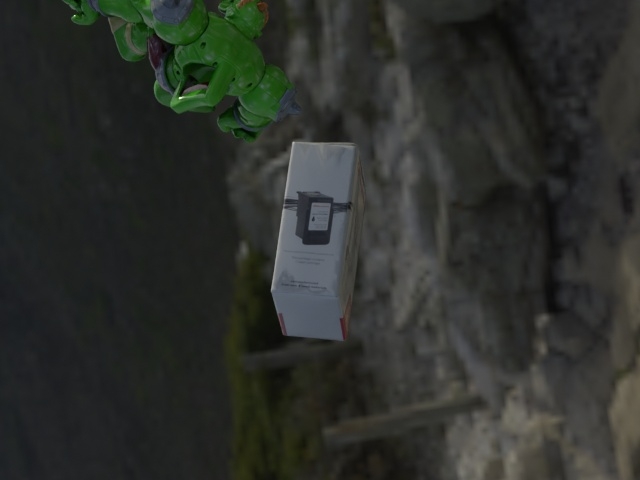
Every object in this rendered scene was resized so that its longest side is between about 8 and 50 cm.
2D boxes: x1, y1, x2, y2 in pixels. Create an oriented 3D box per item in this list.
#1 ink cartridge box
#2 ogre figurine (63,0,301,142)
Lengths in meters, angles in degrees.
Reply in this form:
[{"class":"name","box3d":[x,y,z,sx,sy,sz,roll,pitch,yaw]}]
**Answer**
[{"class":"ink cartridge box","box3d":[0.000,0.000,1.692,0.109,0.063,0.150,78,-162,-65]},{"class":"ogre figurine","box3d":[-0.089,-0.133,1.369,0.118,0.097,0.197,9,136,53]}]
